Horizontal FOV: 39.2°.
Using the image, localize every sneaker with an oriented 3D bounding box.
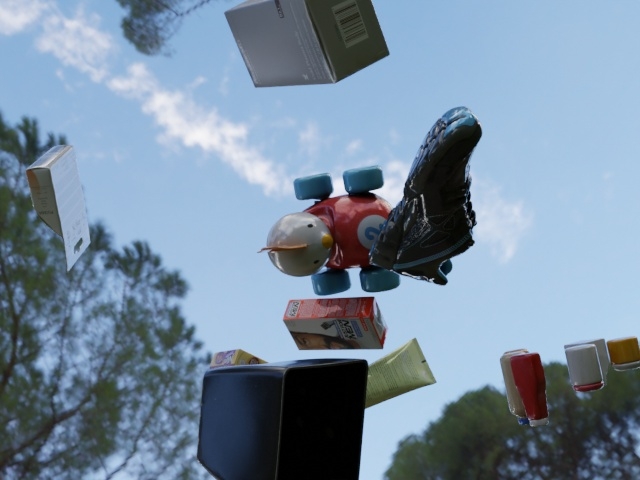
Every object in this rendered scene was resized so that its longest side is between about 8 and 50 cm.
[{"bbox_3d":[0.189,-0.062,1.370,0.340,0.140,0.125,111,-175,-50],"label":"sneaker"}]

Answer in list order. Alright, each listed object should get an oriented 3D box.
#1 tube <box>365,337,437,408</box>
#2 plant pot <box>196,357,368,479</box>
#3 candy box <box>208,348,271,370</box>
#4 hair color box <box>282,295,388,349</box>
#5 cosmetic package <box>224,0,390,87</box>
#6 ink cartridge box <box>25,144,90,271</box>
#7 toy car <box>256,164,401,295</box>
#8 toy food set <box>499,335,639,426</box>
[{"bbox_3d":[0.082,0.265,1.601,0.240,0.062,0.070,-27,-76,4],"label":"tube"},{"bbox_3d":[-0.061,0.247,1.209,0.187,0.167,0.188,4,-90,-53],"label":"plant pot"},{"bbox_3d":[-0.121,0.280,1.826,0.187,0.109,0.053,28,-114,-27],"label":"candy box"},{"bbox_3d":[0.027,0.151,1.619,0.053,0.167,0.093,-70,-33,-41],"label":"hair color box"},{"bbox_3d":[-0.024,-0.283,1.218,0.107,0.238,0.127,-32,-70,-26],"label":"cosmetic package"},{"bbox_3d":[-0.432,-0.055,1.489,0.045,0.145,0.179,-1,-70,2],"label":"ink cartridge box"},{"bbox_3d":[0.000,0.000,1.542,0.238,0.210,0.219,-19,-79,-53],"label":"toy car"},{"bbox_3d":[0.325,0.196,1.209,0.111,0.232,0.104,-7,-97,-38],"label":"toy food set"}]
